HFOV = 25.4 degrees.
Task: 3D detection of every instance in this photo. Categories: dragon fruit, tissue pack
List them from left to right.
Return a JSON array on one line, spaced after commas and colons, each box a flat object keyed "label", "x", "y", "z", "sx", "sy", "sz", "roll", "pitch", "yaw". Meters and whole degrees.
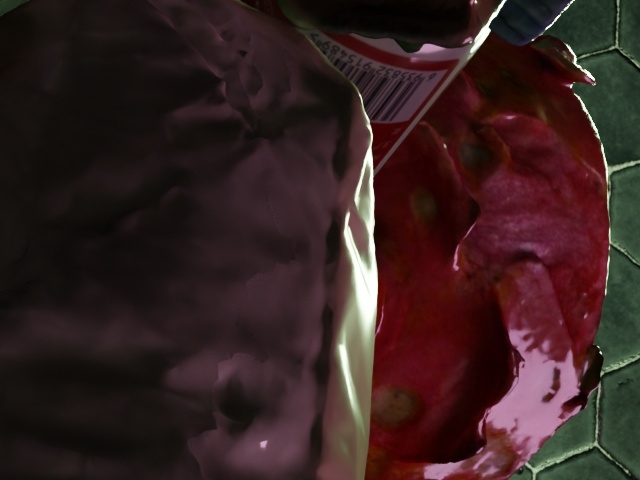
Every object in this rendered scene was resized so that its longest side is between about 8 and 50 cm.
[{"label": "tissue pack", "x": -0.114, "y": 0.139, "z": 0.462, "sx": 0.375, "sy": 0.195, "sz": 0.390, "roll": 125, "pitch": -20, "yaw": -55}, {"label": "dragon fruit", "x": 0.000, "y": 0.000, "z": 0.962, "sx": 0.249, "sy": 0.371, "sz": 0.386, "roll": 12, "pitch": 120, "yaw": -47}]

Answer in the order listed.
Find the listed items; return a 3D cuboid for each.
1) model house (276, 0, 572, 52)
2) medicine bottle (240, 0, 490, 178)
[{"label": "model house", "x": 0.057, "y": -0.137, "z": 0.479, "sx": 0.172, "sy": 0.166, "sz": 0.183, "roll": -43, "pitch": -175, "yaw": 35}, {"label": "medicine bottle", "x": -0.020, "y": -0.076, "z": 0.736, "sx": 0.250, "sy": 0.131, "sz": 0.131, "roll": -51, "pitch": -178, "yaw": 42}]
